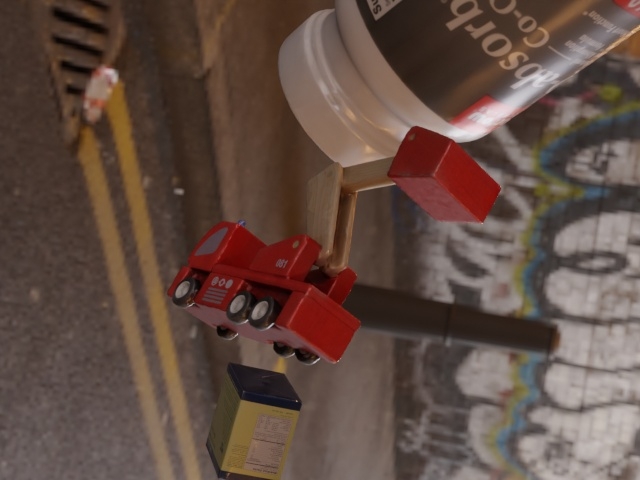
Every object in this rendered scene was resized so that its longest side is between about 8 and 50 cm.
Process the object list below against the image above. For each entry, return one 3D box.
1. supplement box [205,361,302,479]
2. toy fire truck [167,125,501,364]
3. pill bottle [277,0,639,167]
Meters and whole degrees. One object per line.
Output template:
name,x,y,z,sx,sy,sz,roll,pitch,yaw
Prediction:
supplement box,-0.061,0.165,1.148,0.083,0.056,0.083,-135,-120,-72
toy fire truck,0.000,0.000,0.736,0.047,0.192,0.135,39,73,-32
pill bottle,0.146,-0.217,1.149,0.363,0.210,0.210,-35,-163,33
